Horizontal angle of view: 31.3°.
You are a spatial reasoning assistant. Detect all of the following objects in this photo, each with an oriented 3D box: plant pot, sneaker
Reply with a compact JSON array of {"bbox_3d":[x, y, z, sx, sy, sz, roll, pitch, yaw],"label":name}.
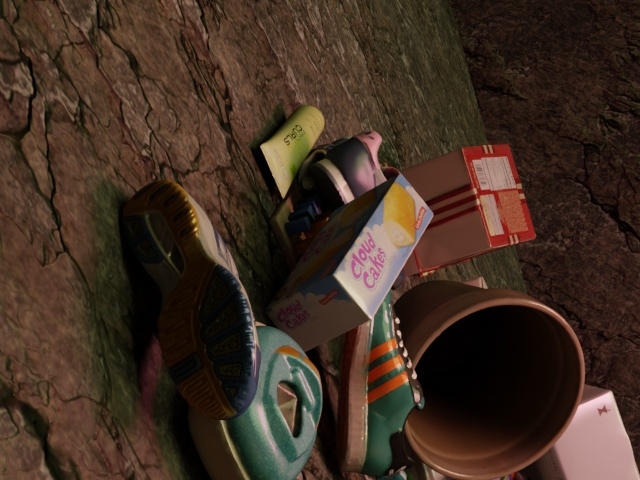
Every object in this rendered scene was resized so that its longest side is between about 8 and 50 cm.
[{"bbox_3d":[0.242,0.199,1.947,0.323,0.323,0.280,64,-6,-24],"label":"plant pot"},{"bbox_3d":[0.031,-0.061,1.982,0.163,0.086,0.226,-25,105,-64],"label":"sneaker"},{"bbox_3d":[0.096,0.202,1.716,0.108,0.121,0.302,134,-38,-73],"label":"sneaker"},{"bbox_3d":[-0.119,0.068,1.269,0.131,0.111,0.296,44,22,-59],"label":"sneaker"},{"bbox_3d":[0.099,-0.046,1.907,0.112,0.131,0.319,37,-17,42],"label":"sneaker"}]

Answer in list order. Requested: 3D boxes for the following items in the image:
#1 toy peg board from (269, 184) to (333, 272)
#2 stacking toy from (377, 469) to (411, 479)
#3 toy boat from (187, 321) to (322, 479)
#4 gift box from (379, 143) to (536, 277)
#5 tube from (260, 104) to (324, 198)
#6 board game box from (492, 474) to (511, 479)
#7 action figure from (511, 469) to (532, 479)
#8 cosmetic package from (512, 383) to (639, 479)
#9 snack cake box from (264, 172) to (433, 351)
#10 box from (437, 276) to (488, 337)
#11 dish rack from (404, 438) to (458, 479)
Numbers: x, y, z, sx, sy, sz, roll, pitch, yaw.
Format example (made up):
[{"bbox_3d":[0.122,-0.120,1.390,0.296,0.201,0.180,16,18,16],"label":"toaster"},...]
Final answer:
[{"bbox_3d":[0.000,0.000,1.822,0.161,0.079,0.161,-66,135,-66],"label":"toy peg board"},{"bbox_3d":[0.106,0.353,1.840,0.167,0.052,0.221,-66,136,-65],"label":"stacking toy"},{"bbox_3d":[-0.030,0.246,1.366,0.267,0.148,0.318,-67,136,-65],"label":"toy boat"},{"bbox_3d":[0.264,-0.071,2.431,0.276,0.258,0.255,-2,76,-52],"label":"gift box"},{"bbox_3d":[-0.047,-0.155,1.874,0.070,0.062,0.240,29,29,0],"label":"tube"},{"bbox_3d":[0.283,0.557,1.988,0.318,0.065,0.319,-28,119,-71],"label":"board game box"},{"bbox_3d":[0.383,0.440,2.416,0.341,0.178,0.330,-35,116,-71],"label":"action figure"},{"bbox_3d":[0.505,0.435,2.489,0.453,0.161,0.230,170,-100,-78],"label":"cosmetic package"},{"bbox_3d":[0.045,0.030,1.664,0.089,0.152,0.264,50,41,-14],"label":"snack cake box"},{"bbox_3d":[0.328,0.215,2.496,0.127,0.148,0.232,-86,152,-48],"label":"box"},{"bbox_3d":[0.221,0.410,2.111,0.333,0.072,0.286,-7,79,-74],"label":"dish rack"}]
